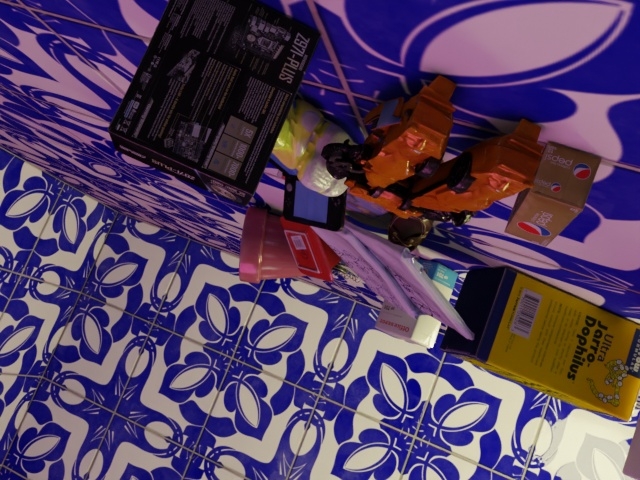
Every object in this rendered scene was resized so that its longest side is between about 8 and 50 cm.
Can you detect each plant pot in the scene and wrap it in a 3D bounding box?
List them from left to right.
[{"bbox_3d":[-0.110,0.019,1.693,0.180,0.202,0.201,7,171,-1],"label":"plant pot"}]

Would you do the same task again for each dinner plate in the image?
[{"bbox_3d":[0.098,-0.048,1.297,0.141,0.017,0.141,20,171,3],"label":"dinner plate"}]

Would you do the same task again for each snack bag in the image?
[{"bbox_3d":[0.131,0.067,1.301,0.342,0.037,0.323,28,165,50],"label":"snack bag"}]

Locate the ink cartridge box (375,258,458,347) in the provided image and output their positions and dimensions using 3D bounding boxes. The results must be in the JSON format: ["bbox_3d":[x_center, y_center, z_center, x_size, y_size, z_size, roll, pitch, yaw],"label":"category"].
[{"bbox_3d":[0.229,0.145,1.553,0.082,0.191,0.139,28,169,-33],"label":"ink cartridge box"}]

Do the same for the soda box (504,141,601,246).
[{"bbox_3d":[0.261,-0.047,0.746,0.058,0.061,0.181,21,171,12],"label":"soda box"}]

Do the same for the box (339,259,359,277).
[{"bbox_3d":[0.140,0.078,1.792,0.100,0.060,0.244,17,170,29],"label":"box"}]

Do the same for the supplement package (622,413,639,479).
[{"bbox_3d":[0.721,0.340,1.193,0.175,0.293,0.177,23,172,-4],"label":"supplement package"}]

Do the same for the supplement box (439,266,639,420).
[{"bbox_3d":[0.471,0.214,1.365,0.356,0.195,0.194,23,171,-8],"label":"supplement box"}]

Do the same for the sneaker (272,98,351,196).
[{"bbox_3d":[-0.046,-0.148,0.874,0.126,0.091,0.240,33,174,39],"label":"sneaker"}]

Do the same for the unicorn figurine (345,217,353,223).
[{"bbox_3d":[0.077,-0.013,1.406,0.161,0.060,0.111,24,176,-30],"label":"unicorn figurine"}]

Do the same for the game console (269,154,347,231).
[{"bbox_3d":[-0.035,-0.082,1.036,0.085,0.124,0.144,-5,-166,-43],"label":"game console"}]

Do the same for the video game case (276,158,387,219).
[{"bbox_3d":[0.035,-0.103,1.078,0.204,0.025,0.285,24,171,-6],"label":"video game case"}]

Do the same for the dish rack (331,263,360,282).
[{"bbox_3d":[0.035,0.063,1.925,0.208,0.074,0.271,18,171,29],"label":"dish rack"}]

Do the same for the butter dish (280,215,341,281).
[{"bbox_3d":[0.000,0.000,1.526,0.160,0.118,0.160,11,126,58],"label":"butter dish"}]

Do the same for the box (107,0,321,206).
[{"bbox_3d":[-0.103,-0.147,0.645,0.147,0.180,0.077,23,170,-9],"label":"box"}]

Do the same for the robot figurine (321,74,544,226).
[{"bbox_3d":[0.120,-0.090,0.763,0.211,0.085,0.291,24,170,-12],"label":"robot figurine"}]

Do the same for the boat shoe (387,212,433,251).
[{"bbox_3d":[0.157,-0.017,1.152,0.073,0.073,0.207,24,170,11],"label":"boat shoe"}]
